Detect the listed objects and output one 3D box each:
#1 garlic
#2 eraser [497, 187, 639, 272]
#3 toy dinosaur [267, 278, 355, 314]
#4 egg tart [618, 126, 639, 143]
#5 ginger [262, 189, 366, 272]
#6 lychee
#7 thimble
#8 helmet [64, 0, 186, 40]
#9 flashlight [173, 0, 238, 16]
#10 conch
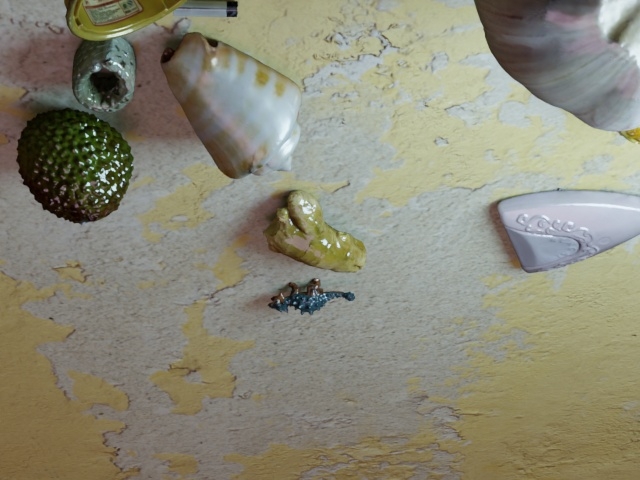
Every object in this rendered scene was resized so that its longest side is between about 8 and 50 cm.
[{"bbox_3d":[0.313,-0.291,1.438,0.317,0.259,0.317,-7,119,-13],"label":"garlic"},{"bbox_3d":[0.425,-0.017,2.018,0.243,0.059,0.204,-11,145,19],"label":"eraser"},{"bbox_3d":[-0.016,0.100,2.167,0.154,0.055,0.049,-5,142,8],"label":"toy dinosaur"},{"bbox_3d":[0.502,-0.240,1.653,0.294,0.116,0.295,-1,143,-1],"label":"egg tart"},{"bbox_3d":[-0.014,0.004,2.003,0.115,0.081,0.205,-45,126,4],"label":"ginger"},{"bbox_3d":[-0.346,-0.111,1.756,0.171,0.171,0.171,-2,146,-1],"label":"lychee"},{"bbox_3d":[-0.287,-0.225,1.665,0.084,0.062,0.110,9,144,-18],"label":"thimble"},{"bbox_3d":[-0.217,-0.351,1.415,0.205,0.140,0.257,-21,164,-43],"label":"helmet"},{"bbox_3d":[-0.148,-0.298,1.605,0.083,0.018,0.018,0,144,-5],"label":"flashlight"},{"bbox_3d":[-0.117,-0.166,1.706,0.158,0.127,0.255,-27,138,32],"label":"conch"}]
